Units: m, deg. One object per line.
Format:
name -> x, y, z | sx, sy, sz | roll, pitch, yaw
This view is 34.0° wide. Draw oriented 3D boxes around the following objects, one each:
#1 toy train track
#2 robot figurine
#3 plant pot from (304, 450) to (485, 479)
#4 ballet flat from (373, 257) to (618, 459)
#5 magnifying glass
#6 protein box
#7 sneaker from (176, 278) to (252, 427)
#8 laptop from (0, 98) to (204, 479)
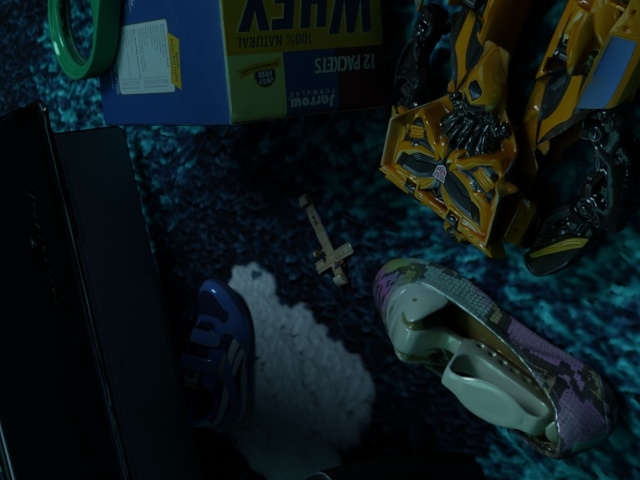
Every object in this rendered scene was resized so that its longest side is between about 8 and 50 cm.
toy train track -> 0.000, 0.000, 0.868 | 0.048, 0.014, 0.083 | -34, 75, 44
robot figurine -> 0.125, -0.119, 0.658 | 0.211, 0.085, 0.291 | 40, 126, 35
plant pot -> 0.053, 0.259, 0.771 | 0.187, 0.167, 0.188 | -43, 69, 43
ballet flat -> 0.103, 0.079, 0.737 | 0.221, 0.079, 0.076 | 34, 124, 35
magnifying glass -> -0.158, -0.204, 0.763 | 0.231, 0.026, 0.092 | -50, 59, 52
protein box -> -0.071, -0.190, 0.782 | 0.201, 0.136, 0.199 | 8, 106, 53
sneaker -> -0.099, 0.107, 0.964 | 0.053, 0.059, 0.144 | 7, 104, 47
laptop -> -0.140, 0.090, 0.818 | 0.236, 0.408, 0.381 | -9, 96, 24
